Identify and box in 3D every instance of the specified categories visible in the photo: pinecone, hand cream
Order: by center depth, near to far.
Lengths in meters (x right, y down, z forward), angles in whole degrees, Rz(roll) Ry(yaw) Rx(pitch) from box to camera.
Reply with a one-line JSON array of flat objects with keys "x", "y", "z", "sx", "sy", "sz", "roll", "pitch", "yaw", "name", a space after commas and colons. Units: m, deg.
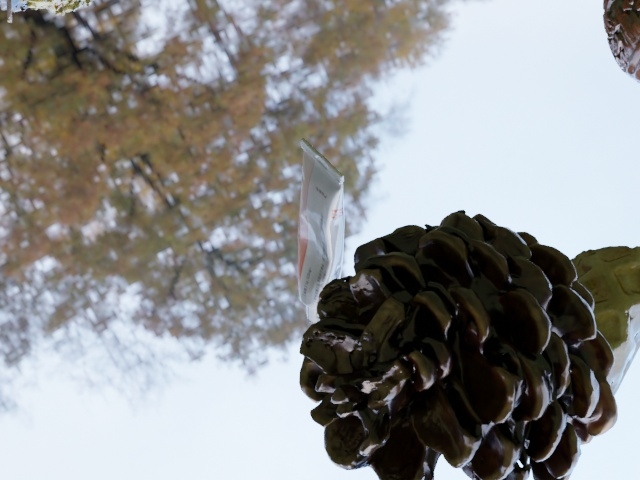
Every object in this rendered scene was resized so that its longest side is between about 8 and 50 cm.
[{"x": 0.104, "y": 0.088, "z": 0.992, "sx": 0.243, "sy": 0.257, "sz": 0.243, "roll": -32, "pitch": -133, "yaw": 42, "name": "pinecone"}, {"x": -0.002, "y": 0.000, "z": 1.156, "sx": 0.052, "sy": 0.216, "sz": 0.038, "roll": 20, "pitch": -132, "yaw": 15, "name": "hand cream"}]

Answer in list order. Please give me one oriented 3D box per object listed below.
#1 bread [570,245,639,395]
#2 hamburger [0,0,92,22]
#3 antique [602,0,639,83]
[{"x": 0.323, "y": 0.135, "z": 1.549, "sx": 0.130, "sy": 0.152, "sz": 0.268, "roll": 28, "pitch": -117, "yaw": 13, "name": "bread"}, {"x": -0.240, "y": -0.314, "z": 1.111, "sx": 0.138, "sy": 0.243, "sz": 0.262, "roll": 15, "pitch": -149, "yaw": 4, "name": "hamburger"}, {"x": 0.203, "y": -0.129, "z": 0.685, "sx": 0.104, "sy": 0.104, "sz": 0.104, "roll": -17, "pitch": -148, "yaw": 11, "name": "antique"}]
